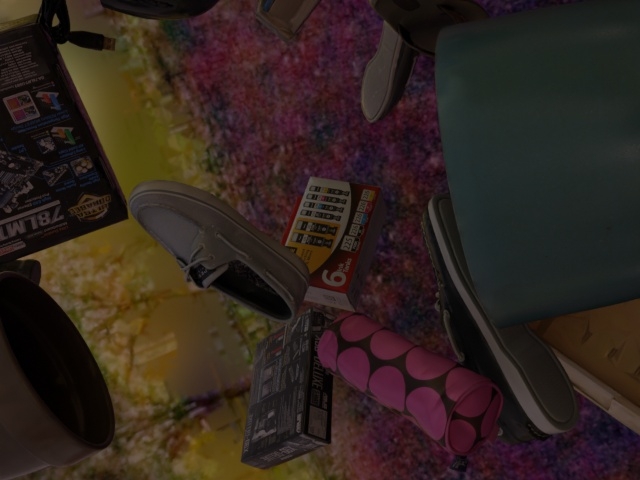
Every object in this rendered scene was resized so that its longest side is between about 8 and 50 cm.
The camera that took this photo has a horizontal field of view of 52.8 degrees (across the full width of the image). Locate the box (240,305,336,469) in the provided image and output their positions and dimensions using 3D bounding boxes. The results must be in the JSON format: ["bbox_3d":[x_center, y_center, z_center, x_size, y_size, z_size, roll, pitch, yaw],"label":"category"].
[{"bbox_3d":[-0.071,0.336,1.464,0.242,0.076,0.307,-38,36,40],"label":"box"}]

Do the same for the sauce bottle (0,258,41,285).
[{"bbox_3d":[-0.773,0.059,1.353,0.111,0.344,0.111,-175,90,-81],"label":"sauce bottle"}]

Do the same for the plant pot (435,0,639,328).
[{"bbox_3d":[0.257,-0.080,0.581,0.293,0.235,0.293,-11,-90,-68],"label":"plant pot"}]

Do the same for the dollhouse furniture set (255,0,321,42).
[{"bbox_3d":[-0.056,-0.405,0.604,0.303,0.286,0.198,38,159,-12],"label":"dollhouse furniture set"}]

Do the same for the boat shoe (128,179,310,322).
[{"bbox_3d":[-0.111,0.017,0.706,0.079,0.227,0.081,-46,22,36],"label":"boat shoe"}]

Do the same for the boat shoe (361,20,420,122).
[{"bbox_3d":[0.165,-0.377,1.316,0.335,0.095,0.112,104,147,-51],"label":"boat shoe"}]

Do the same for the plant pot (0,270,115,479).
[{"bbox_3d":[-0.530,0.254,1.005,0.323,0.280,0.323,59,173,11],"label":"plant pot"}]

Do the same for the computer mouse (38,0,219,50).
[{"bbox_3d":[-0.251,-0.314,0.881,0.184,0.262,0.060,-49,57,50],"label":"computer mouse"}]

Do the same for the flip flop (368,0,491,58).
[{"bbox_3d":[0.169,-0.311,0.939,0.112,0.277,0.080,-26,71,32],"label":"flip flop"}]

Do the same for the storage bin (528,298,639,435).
[{"bbox_3d":[0.434,0.095,0.880,0.262,0.260,0.123,37,160,34],"label":"storage bin"}]

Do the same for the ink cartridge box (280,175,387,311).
[{"bbox_3d":[0.000,0.000,1.697,0.271,0.309,0.130,10,156,20],"label":"ink cartridge box"}]

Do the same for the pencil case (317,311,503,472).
[{"bbox_3d":[0.092,0.152,0.697,0.098,0.095,0.209,30,177,-42],"label":"pencil case"}]

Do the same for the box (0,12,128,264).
[{"bbox_3d":[-0.449,-0.110,0.854,0.073,0.295,0.293,-122,14,-54],"label":"box"}]

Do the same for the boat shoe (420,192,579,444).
[{"bbox_3d":[0.182,0.091,0.754,0.091,0.114,0.303,-40,63,43],"label":"boat shoe"}]
